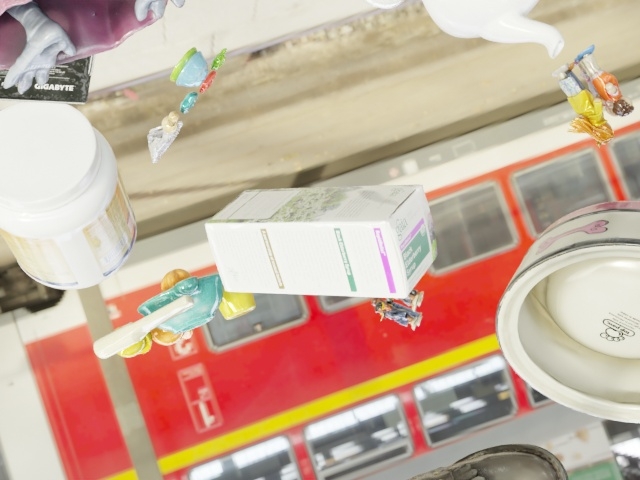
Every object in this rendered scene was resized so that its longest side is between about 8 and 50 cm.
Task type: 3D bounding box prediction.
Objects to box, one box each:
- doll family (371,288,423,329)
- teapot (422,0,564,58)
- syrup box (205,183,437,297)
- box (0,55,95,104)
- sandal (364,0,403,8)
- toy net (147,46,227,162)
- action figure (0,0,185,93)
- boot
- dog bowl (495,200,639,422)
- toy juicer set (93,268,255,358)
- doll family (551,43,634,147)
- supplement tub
[{"bbox_3d":[0.148,0.124,1.819,0.111,0.076,0.193,17,146,15],"label":"doll family"},{"bbox_3d":[0.247,-0.412,1.236,0.187,0.256,0.252,-6,-135,33],"label":"teapot"},{"bbox_3d":[0.000,0.000,0.996,0.237,0.096,0.093,1,-151,31],"label":"syrup box"},{"bbox_3d":[-0.455,-0.317,1.196,0.322,0.079,0.257,-3,125,-32],"label":"box"},{"bbox_3d":[0.145,-0.648,1.709,0.169,0.416,0.102,3,172,-21],"label":"sandal"},{"bbox_3d":[-0.241,-0.233,1.529,0.232,0.045,0.122,-53,-177,33],"label":"toy net"},{"bbox_3d":[-0.274,-0.328,0.763,0.248,0.370,0.276,-18,166,-22],"label":"action figure"},{"bbox_3d":[0.066,0.233,0.728,0.263,0.091,0.229,-23,160,14],"label":"boot"},{"bbox_3d":[0.497,0.109,1.451,0.408,0.408,0.150,-23,-150,37],"label":"dog bowl"},{"bbox_3d":[-0.233,0.100,1.318,0.209,0.089,0.329,-25,173,10],"label":"toy juicer set"},{"bbox_3d":[0.493,-0.252,1.656,0.118,0.163,0.263,-34,178,16],"label":"doll family"},{"bbox_3d":[-0.450,-0.073,1.541,0.228,0.228,0.316,-18,155,-11],"label":"supplement tub"}]
